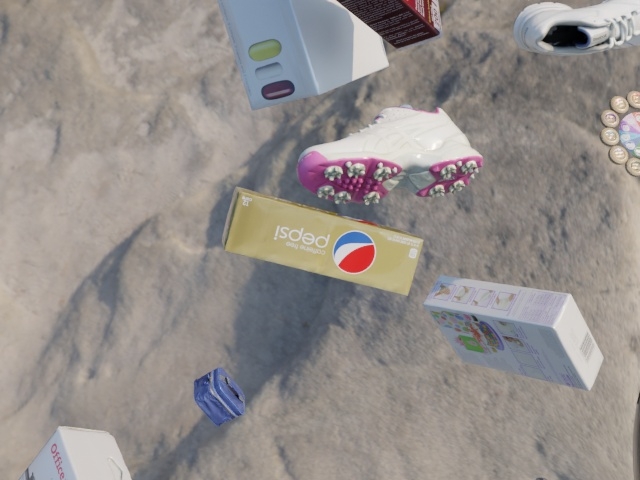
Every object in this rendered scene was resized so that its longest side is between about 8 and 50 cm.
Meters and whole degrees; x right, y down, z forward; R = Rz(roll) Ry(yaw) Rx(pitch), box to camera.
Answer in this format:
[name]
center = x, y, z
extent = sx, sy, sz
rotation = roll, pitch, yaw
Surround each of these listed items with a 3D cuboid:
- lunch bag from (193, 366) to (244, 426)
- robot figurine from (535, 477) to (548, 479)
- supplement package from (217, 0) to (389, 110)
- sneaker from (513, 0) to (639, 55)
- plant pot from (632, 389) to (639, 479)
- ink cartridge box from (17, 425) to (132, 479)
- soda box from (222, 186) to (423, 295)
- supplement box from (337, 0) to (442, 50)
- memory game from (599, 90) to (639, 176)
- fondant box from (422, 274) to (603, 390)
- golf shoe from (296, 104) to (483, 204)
[lunch bag]
center = -0.178, 0.273, 1.387
extent = 0.065, 0.098, 0.067
rotation = -28, 33, 9
[robot figurine]
center = 0.481, 0.615, 1.540
extent = 0.085, 0.211, 0.291
rotation = -16, 108, 33
[supplement package]
center = -0.034, -0.362, 1.213
extent = 0.145, 0.204, 0.262
rotation = -5, 109, 40
[sneaker]
center = 0.494, -0.366, 1.355
extent = 0.297, 0.111, 0.129
rotation = -11, 28, 7
[plant pot]
center = 0.239, 0.081, 0.273
extent = 0.237, 0.110, 0.237
rotation = -6, 68, 15
[ink cartridge box]
center = -0.249, 0.268, 0.742
extent = 0.150, 0.063, 0.109
rotation = -52, 47, 12
[soda box]
center = 0.000, 0.000, 0.744
extent = 0.181, 0.061, 0.058
rotation = 14, 96, -11
[supplement box]
center = 0.075, -0.352, 1.005
extent = 0.073, 0.239, 0.130
rotation = -12, 77, 30
[memory game]
center = 0.607, -0.197, 1.455
extent = 0.186, 0.012, 0.186
rotation = 3, 71, -7
[fondant box]
center = 0.422, 0.200, 1.724
extent = 0.330, 0.238, 0.096
rotation = 6, 54, 44
[golf shoe]
center = 0.093, -0.134, 1.163
extent = 0.115, 0.306, 0.140
rotation = -52, 50, 49
